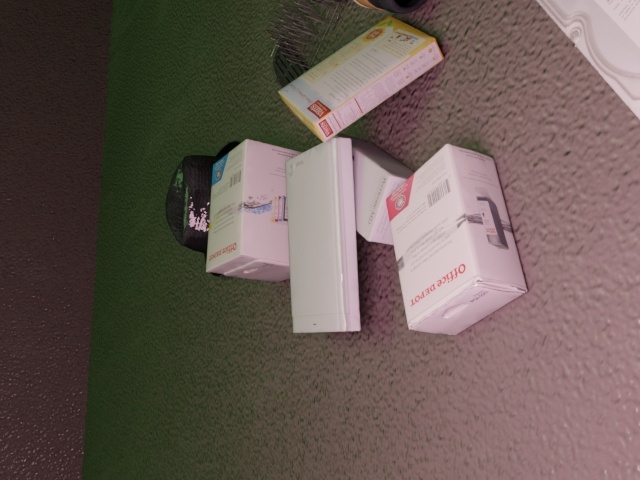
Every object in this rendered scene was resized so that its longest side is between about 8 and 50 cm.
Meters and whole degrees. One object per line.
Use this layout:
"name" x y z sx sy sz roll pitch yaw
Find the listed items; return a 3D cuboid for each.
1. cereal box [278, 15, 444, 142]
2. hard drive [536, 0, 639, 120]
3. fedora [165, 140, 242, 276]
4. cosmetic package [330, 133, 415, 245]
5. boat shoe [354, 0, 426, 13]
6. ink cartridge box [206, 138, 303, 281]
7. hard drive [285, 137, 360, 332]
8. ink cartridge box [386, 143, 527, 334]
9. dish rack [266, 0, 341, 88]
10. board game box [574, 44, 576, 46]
"cereal box" 0.062 -0.272 1.336 0.240 0.047 0.173 -35 36 -2
"hard drive" 0.367 -0.298 0.872 0.237 0.064 0.338 -56 36 34
"fedora" -0.273 -0.085 1.898 0.334 0.153 0.333 -29 55 55
"cosmetic package" 0.079 -0.089 1.344 0.231 0.086 0.117 45 122 58
"boat shoe" 0.178 -0.588 1.252 0.156 0.187 0.500 54 132 47
"ink cartridge box" -0.112 -0.050 1.581 0.171 0.168 0.232 -22 62 57
"hard drive" 0.000 0.000 1.354 0.203 0.040 0.307 -15 77 63
"ink cartridge box" 0.183 0.003 1.121 0.158 0.092 0.217 -43 43 47
"dish rack" -0.049 -0.456 1.708 0.271 0.074 0.208 -63 32 26
"board game box" 0.375 -0.269 0.939 0.154 0.026 0.103 30 107 60
